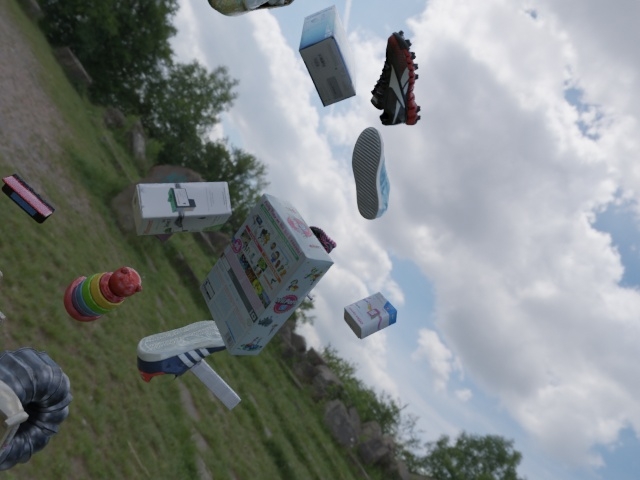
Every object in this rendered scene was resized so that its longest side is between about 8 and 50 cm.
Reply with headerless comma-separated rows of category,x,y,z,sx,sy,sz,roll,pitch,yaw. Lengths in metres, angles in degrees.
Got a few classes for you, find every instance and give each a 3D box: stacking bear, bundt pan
stacking bear,-0.787,0.184,1.833,0.176,0.288,0.164,62,22,-13
bundt pan,-0.810,0.463,1.322,0.124,0.331,0.331,19,-31,23

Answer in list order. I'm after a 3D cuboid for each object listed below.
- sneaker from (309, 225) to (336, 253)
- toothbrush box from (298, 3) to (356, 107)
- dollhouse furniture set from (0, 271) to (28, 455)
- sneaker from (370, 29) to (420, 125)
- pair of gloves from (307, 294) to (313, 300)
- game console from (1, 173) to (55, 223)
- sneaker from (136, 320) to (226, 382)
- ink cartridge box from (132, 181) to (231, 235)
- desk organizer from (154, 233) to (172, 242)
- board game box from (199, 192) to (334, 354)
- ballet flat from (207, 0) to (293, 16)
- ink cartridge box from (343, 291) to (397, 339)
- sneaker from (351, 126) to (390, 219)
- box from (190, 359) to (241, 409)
sneaker,0.000,0.000,1.686,0.119,0.057,0.047,42,-19,-15
toothbrush box,0.031,-0.635,1.694,0.296,0.126,0.216,-86,154,-46
dollhouse furniture set,-0.575,0.268,0.896,0.355,0.303,0.174,37,11,11
sneaker,0.201,-0.435,1.380,0.098,0.134,0.276,-106,-179,-48
pair of gloves,-0.100,0.146,1.770,0.159,0.023,0.198,50,-7,-27
game console,-0.833,-0.107,1.385,0.144,0.124,0.085,49,30,-18
sneaker,-0.432,0.370,1.627,0.131,0.349,0.148,36,-59,45
ink cartridge box,-0.356,-0.080,1.262,0.160,0.219,0.093,147,-65,-62
desk organizer,-0.460,-0.059,1.518,0.047,0.130,0.050,27,-22,36
board game box,-0.136,0.080,1.145,0.097,0.303,0.224,15,31,-46
ballet flat,-0.146,-0.614,1.200,0.123,0.123,0.348,62,30,-15
ink cartridge box,0.136,0.206,1.365,0.088,0.122,0.052,47,-29,43
sneaker,0.215,-0.269,2.009,0.135,0.150,0.367,5,-83,30
box,-0.460,0.590,2.096,0.324,0.067,0.063,55,-16,-28
